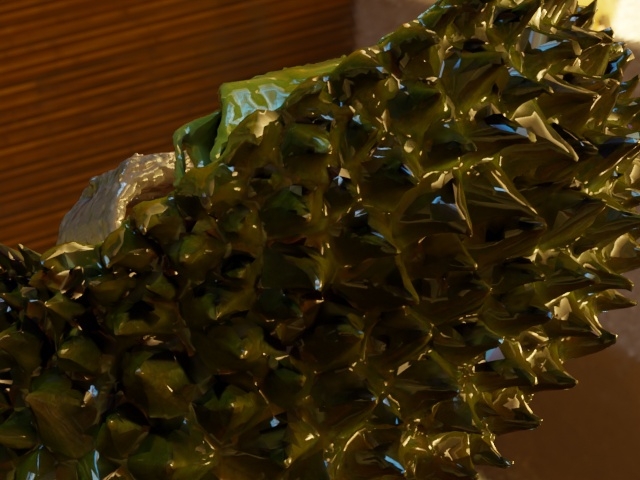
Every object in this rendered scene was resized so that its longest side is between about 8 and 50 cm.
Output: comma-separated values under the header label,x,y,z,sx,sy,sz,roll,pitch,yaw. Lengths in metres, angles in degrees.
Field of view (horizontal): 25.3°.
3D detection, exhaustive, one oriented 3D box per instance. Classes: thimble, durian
label,x,y,z,sx,sy,sz,roll,pitch,yaw
thimble,-0.090,0.001,0.851,0.090,0.115,0.102,-19,-136,59
durian,0.001,0.004,0.529,0.169,0.355,0.157,16,-46,57
